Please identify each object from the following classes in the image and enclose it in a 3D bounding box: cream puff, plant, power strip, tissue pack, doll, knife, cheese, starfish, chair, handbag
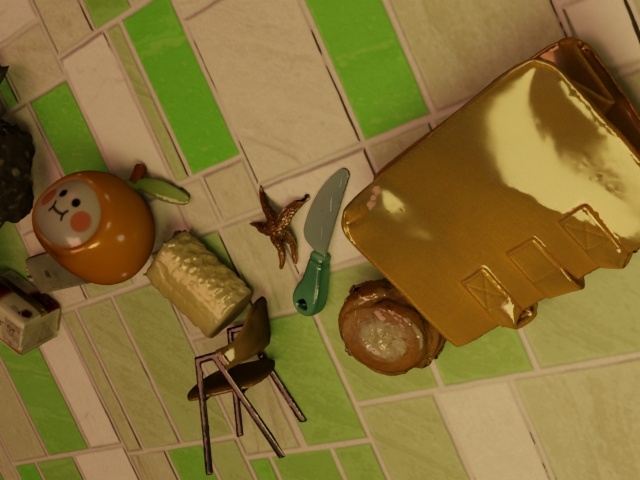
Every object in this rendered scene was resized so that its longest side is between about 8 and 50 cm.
[{"bbox_3d":[0.109,0.120,1.428,0.165,0.115,0.150,32,124,12],"label":"cream puff"},{"bbox_3d":[-0.655,-0.179,1.787,0.215,0.213,0.313,14,120,33],"label":"plant"},{"bbox_3d":[-0.508,0.054,1.907,0.226,0.029,0.080,-12,105,38],"label":"power strip"},{"bbox_3d":[-0.622,0.146,1.980,0.148,0.106,0.099,32,124,20],"label":"tissue pack"},{"bbox_3d":[-0.365,-0.043,1.676,0.213,0.236,0.213,41,172,7],"label":"doll"},{"bbox_3d":[-0.001,0.000,1.516,0.063,0.034,0.261,28,118,32],"label":"knife"},{"bbox_3d":[-0.207,0.074,1.656,0.167,0.094,0.123,42,119,8],"label":"cheese"},{"bbox_3d":[-0.064,-0.032,1.535,0.133,0.041,0.130,50,129,6],"label":"starfish"},{"bbox_3d":[-0.133,0.234,1.624,0.172,0.159,0.247,-18,97,18],"label":"chair"},{"bbox_3d":[0.244,-0.044,1.250,0.283,0.133,0.401,52,130,-1],"label":"handbag"}]
